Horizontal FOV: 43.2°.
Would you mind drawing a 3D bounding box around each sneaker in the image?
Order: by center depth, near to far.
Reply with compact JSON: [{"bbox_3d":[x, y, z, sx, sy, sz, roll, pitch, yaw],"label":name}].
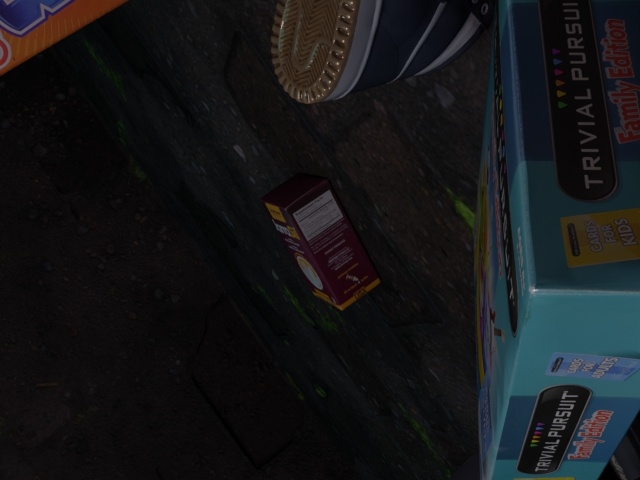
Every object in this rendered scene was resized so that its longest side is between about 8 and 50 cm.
[{"bbox_3d":[0.073,-0.226,0.554,0.099,0.153,0.282,48,133,28],"label":"sneaker"}]

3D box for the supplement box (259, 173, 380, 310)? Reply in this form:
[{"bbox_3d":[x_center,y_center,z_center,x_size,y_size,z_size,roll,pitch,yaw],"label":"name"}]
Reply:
[{"bbox_3d":[0.000,0.000,1.222,0.188,0.081,0.104,61,163,-22],"label":"supplement box"}]

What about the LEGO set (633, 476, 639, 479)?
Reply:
[{"bbox_3d":[0.308,0.220,0.655,0.087,0.093,0.227,61,154,23],"label":"LEGO set"}]

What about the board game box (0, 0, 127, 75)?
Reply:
[{"bbox_3d":[-0.387,-0.440,0.915,0.356,0.356,0.356,35,155,50],"label":"board game box"}]

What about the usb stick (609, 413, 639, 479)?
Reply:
[{"bbox_3d":[0.306,0.197,0.817,0.278,0.045,0.077,58,163,-14],"label":"usb stick"}]

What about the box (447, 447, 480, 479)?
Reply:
[{"bbox_3d":[0.316,0.413,0.900,0.343,0.179,0.312,40,171,41],"label":"box"}]

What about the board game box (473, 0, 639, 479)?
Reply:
[{"bbox_3d":[0.150,0.008,0.541,0.336,0.079,0.253,79,-166,-56],"label":"board game box"}]
